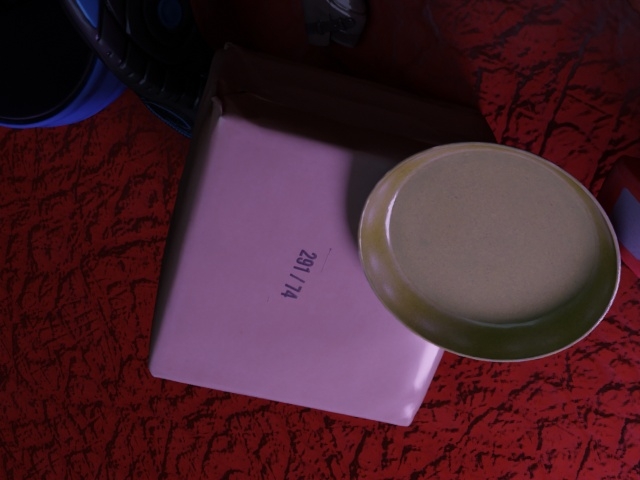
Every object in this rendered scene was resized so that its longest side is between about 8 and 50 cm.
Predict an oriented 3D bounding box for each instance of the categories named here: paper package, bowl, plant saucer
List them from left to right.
[{"bbox_3d":[-0.381,-0.320,1.504,0.391,0.077,0.391,13,117,26],"label":"bowl"},{"bbox_3d":[0.000,0.000,1.286,0.309,0.168,0.325,13,121,-10],"label":"paper package"},{"bbox_3d":[0.154,0.007,1.142,0.241,0.037,0.241,9,126,13],"label":"plant saucer"}]

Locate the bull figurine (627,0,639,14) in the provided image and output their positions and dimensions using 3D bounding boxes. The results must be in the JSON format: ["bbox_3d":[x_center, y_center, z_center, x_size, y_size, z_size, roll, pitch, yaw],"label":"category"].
[{"bbox_3d":[0.339,-0.231,1.054,0.188,0.101,0.310,45,155,-21],"label":"bull figurine"}]

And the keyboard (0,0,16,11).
[{"bbox_3d":[-0.363,-0.322,1.421,0.192,0.038,0.100,-15,110,47],"label":"keyboard"}]

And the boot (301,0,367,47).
[{"bbox_3d":[-0.005,-0.252,1.326,0.118,0.042,0.087,19,122,24],"label":"boot"}]

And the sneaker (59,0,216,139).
[{"bbox_3d":[-0.179,-0.192,1.326,0.140,0.125,0.341,8,153,43],"label":"sneaker"}]

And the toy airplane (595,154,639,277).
[{"bbox_3d":[0.446,0.082,1.054,0.384,0.272,0.386,-12,104,34],"label":"toy airplane"}]
